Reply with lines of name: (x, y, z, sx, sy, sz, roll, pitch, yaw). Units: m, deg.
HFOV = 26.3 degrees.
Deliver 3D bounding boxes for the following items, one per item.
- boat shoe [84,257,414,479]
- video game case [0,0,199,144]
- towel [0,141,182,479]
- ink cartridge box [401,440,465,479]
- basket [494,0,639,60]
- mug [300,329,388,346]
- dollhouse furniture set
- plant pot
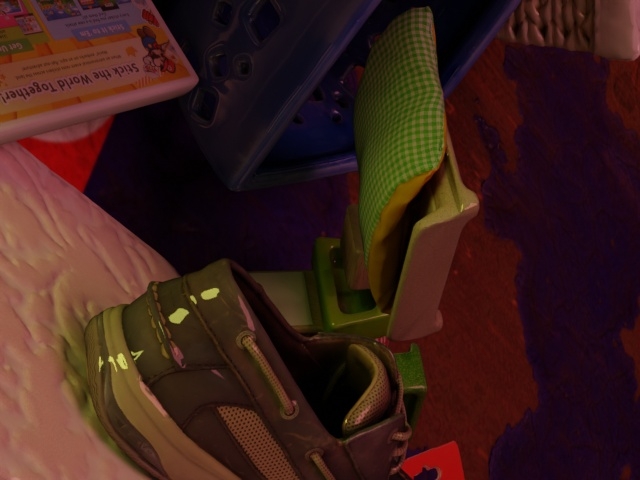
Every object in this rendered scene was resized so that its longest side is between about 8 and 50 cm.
boat shoe: (0.001, 0.133, 0.898, 0.355, 0.130, 0.132, 41, 20, -43)
video game case: (-0.211, -0.173, 0.957, 0.227, 0.026, 0.206, -25, 81, -53)
towel: (-0.163, 0.075, 0.876, 0.317, 0.053, 0.332, 42, 20, -38)
ink cartridge box: (0.082, 0.310, 1.252, 0.134, 0.078, 0.231, -7, 88, -54)
basket: (0.244, -0.401, 1.411, 0.328, 0.266, 0.331, -51, 141, -45)
mug: (-0.006, 0.113, 1.155, 0.150, 0.113, 0.169, 49, 43, -38)
dollhouse furniture set: (0.000, 0.000, 1.005, 0.301, 0.151, 0.197, 100, -16, -51)
plant pot: (-0.005, -0.200, 1.099, 0.212, 0.236, 0.236, 48, 32, 19)
